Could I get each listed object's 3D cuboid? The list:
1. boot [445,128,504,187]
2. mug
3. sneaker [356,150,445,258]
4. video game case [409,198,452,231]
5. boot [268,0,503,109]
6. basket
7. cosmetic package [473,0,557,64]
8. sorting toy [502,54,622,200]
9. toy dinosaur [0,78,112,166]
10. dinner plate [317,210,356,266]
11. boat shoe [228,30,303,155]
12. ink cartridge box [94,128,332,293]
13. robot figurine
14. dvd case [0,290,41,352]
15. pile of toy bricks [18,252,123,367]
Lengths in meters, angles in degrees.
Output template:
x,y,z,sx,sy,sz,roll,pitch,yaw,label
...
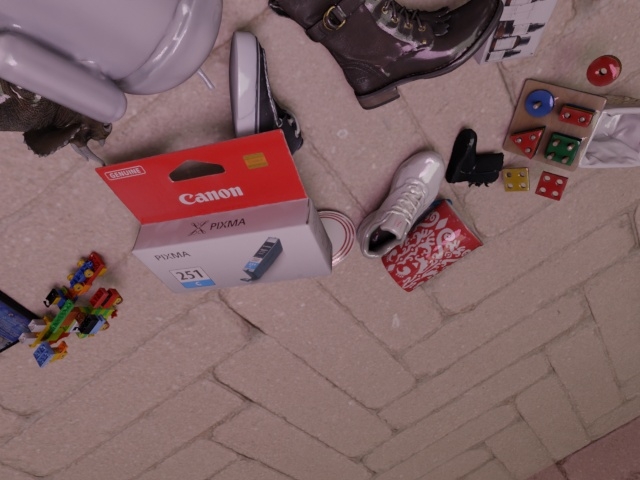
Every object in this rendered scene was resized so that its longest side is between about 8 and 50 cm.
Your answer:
x,y,z,sx,sy,sz,roll,pitch,yaw,label
0.296,-0.153,0.852,0.099,0.045,0.121,-2,132,-13,boot
0.223,0.025,0.899,0.169,0.113,0.150,-40,125,17,mug
0.149,-0.052,0.823,0.090,0.115,0.232,29,113,-6,sneaker
0.206,-0.004,0.950,0.119,0.015,0.166,-10,127,-12,video game case
0.089,-0.319,0.620,0.263,0.091,0.229,-28,128,23,boot
0.532,-0.207,0.851,0.167,0.103,0.113,-5,126,-15,basket
0.289,-0.370,0.636,0.098,0.060,0.239,-14,147,-9,cosmetic package
0.399,-0.190,0.804,0.046,0.132,0.275,-35,142,-44,sorting toy
-0.412,-0.194,0.553,0.313,0.121,0.160,13,107,-30,toy dinosaur
0.000,0.000,0.887,0.141,0.017,0.141,-8,127,-11,dinner plate
-0.077,-0.159,0.692,0.102,0.108,0.301,-9,129,-11,boat shoe
-0.155,-0.023,0.705,0.296,0.066,0.261,-8,141,14,ink cartridge box
-0.244,-0.277,0.458,0.199,0.300,0.353,-2,170,35,robot figurine
-0.652,0.157,0.792,0.253,0.022,0.180,-30,129,4,dvd case
-0.414,0.134,0.811,0.212,0.118,0.105,-50,157,8,pile of toy bricks
